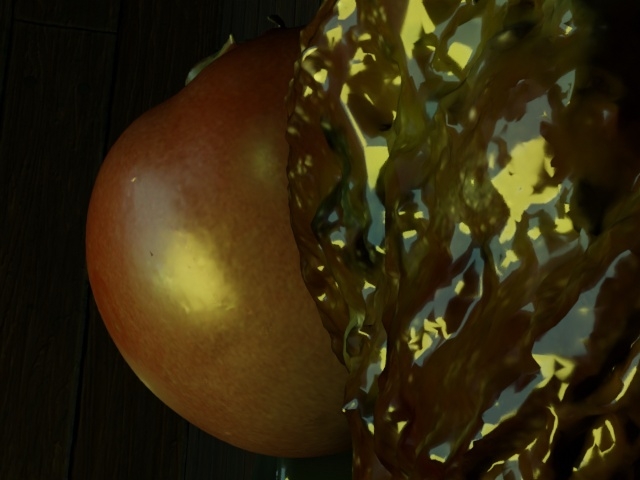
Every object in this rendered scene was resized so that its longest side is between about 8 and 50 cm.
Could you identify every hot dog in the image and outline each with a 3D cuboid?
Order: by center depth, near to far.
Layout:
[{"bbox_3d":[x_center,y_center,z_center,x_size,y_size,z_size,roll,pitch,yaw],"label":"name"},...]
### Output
[{"bbox_3d":[0.080,0.021,0.669,0.387,0.174,0.267,108,157,-51],"label":"hot dog"}]

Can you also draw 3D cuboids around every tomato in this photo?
[{"bbox_3d":[0.000,0.000,0.954,0.224,0.256,0.256,59,156,21],"label":"tomato"}]

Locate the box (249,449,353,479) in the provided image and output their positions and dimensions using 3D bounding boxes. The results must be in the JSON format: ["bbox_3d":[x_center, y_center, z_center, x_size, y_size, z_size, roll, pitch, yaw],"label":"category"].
[{"bbox_3d":[-0.006,0.206,1.364,0.144,0.090,0.201,-92,12,-47],"label":"box"}]
